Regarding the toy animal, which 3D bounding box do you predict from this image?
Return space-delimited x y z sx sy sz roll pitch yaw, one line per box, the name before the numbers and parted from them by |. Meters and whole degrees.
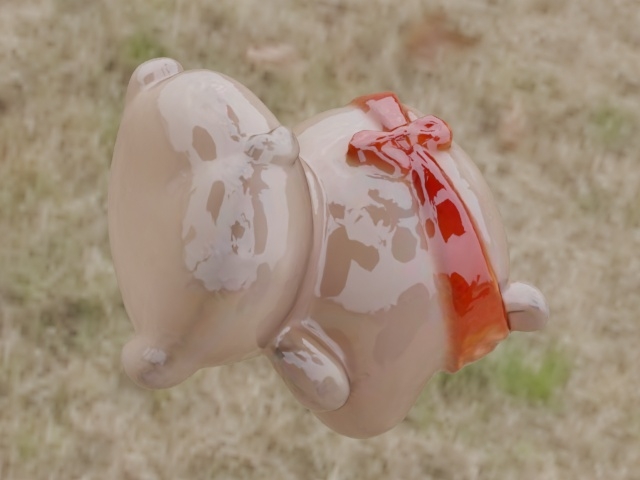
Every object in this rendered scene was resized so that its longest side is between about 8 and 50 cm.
toy animal | 0.000 0.000 0.874 0.198 0.171 0.171 9 34 -31
